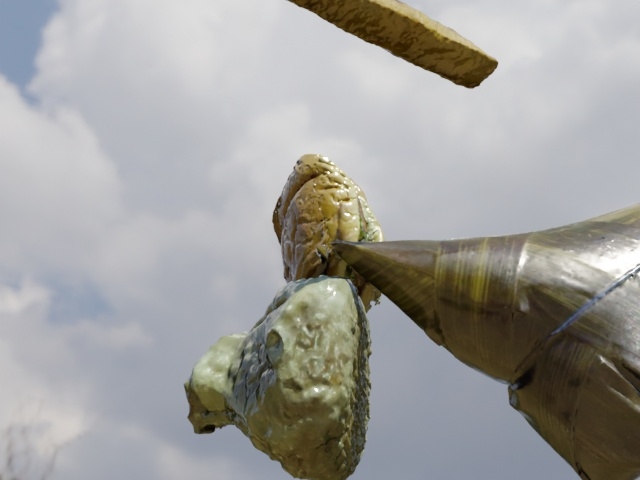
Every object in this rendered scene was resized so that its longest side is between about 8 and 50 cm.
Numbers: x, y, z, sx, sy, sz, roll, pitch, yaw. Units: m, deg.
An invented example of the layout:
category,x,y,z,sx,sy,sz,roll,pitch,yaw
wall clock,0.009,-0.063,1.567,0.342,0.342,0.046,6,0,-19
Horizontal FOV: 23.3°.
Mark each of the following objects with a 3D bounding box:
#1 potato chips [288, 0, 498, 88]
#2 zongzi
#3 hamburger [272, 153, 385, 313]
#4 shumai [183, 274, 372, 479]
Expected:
category,x,y,z,sx,sy,sz,roll,pitch,yaw
potato chips,0.031,-0.246,1.612,0.407,0.080,0.057,21,-73,-42
zongzi,0.282,0.011,1.782,0.432,0.403,0.208,36,-30,6
hamburger,0.000,0.000,2.004,0.130,0.206,0.183,-15,-25,-25
shumai,-0.053,0.155,1.770,0.222,0.225,0.260,8,-40,7
